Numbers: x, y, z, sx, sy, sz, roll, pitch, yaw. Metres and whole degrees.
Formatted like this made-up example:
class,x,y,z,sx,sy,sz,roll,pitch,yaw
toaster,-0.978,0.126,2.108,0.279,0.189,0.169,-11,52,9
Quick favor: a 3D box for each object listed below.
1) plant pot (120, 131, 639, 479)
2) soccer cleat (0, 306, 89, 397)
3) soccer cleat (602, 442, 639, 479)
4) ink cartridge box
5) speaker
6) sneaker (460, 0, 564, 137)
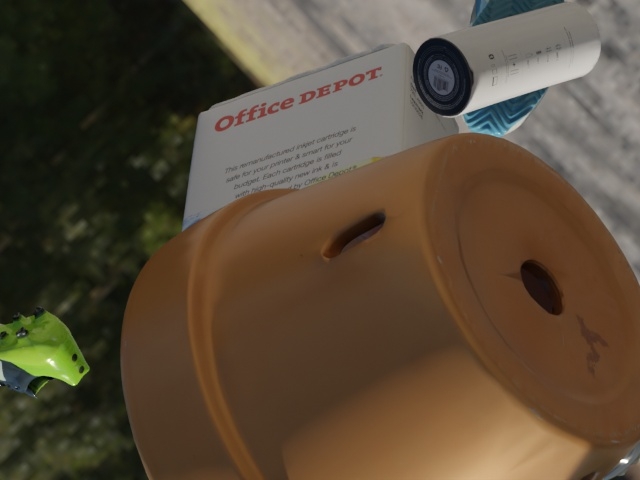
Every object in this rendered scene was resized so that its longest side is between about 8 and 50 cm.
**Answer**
class,x,y,z,sx,sy,sz,roll,pitch,yaw
plant pot,0.058,0.070,1.092,0.291,0.203,0.291,31,-140,-30
soccer cleat,-0.260,0.096,1.522,0.179,0.060,0.072,-5,127,44
soccer cleat,0.190,0.165,1.646,0.116,0.109,0.318,20,143,-21
ink cartridge box,0.000,0.000,1.490,0.117,0.201,0.278,52,-149,-40
speaker,0.129,-0.124,1.273,0.055,0.136,0.055,22,122,42
sneaker,0.170,-0.188,1.630,0.087,0.229,0.092,14,161,4
